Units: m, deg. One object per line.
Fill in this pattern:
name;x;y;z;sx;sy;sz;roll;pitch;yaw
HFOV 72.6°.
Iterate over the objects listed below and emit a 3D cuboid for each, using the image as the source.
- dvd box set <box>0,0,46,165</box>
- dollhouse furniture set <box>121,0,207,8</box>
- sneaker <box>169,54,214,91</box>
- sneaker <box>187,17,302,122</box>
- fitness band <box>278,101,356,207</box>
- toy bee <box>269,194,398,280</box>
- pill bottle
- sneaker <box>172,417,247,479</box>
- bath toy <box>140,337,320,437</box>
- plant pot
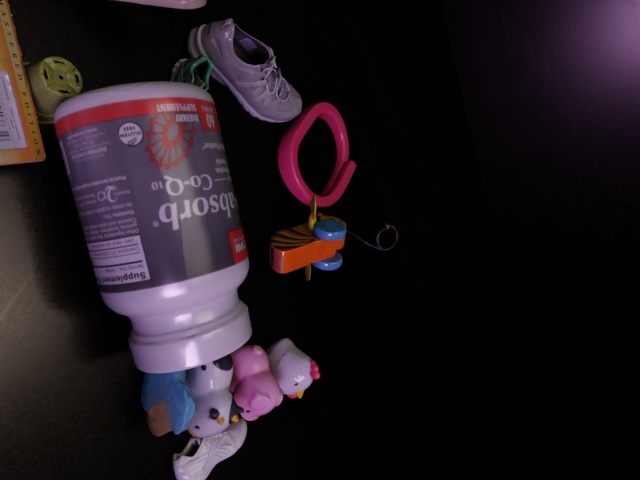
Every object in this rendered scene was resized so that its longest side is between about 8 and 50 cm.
dvd box set;-0.413;-0.193;0.326;0.420;0.062;0.307;-70;155;-73
dollhouse furniture set;-0.154;-0.580;0.627;0.394;0.257;0.362;-82;179;-47
sneaker;-0.231;-0.255;0.750;0.065;0.076;0.166;32;61;-46
sneaker;-0.122;-0.327;0.871;0.281;0.115;0.105;22;68;-50
fitness band;-0.003;-0.210;1.073;0.209;0.054;0.290;53;46;-31
toy bee;0.000;0.000;0.994;0.298;0.162;0.195;12;107;-39
pill bottle;-0.220;-0.018;0.625;0.210;0.210;0.362;-22;103;-52
sneaker;-0.186;0.352;0.752;0.152;0.054;0.061;-31;107;-50
bath toy;-0.129;0.254;0.776;0.348;0.129;0.151;10;83;-52
plant pot;-0.357;-0.205;0.575;0.083;0.079;0.083;11;76;-53
